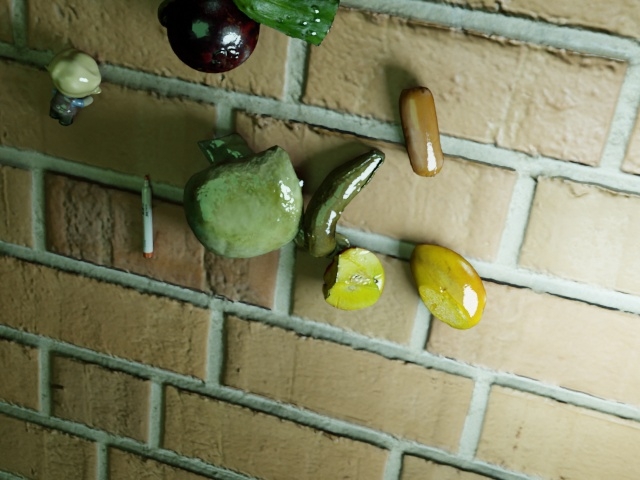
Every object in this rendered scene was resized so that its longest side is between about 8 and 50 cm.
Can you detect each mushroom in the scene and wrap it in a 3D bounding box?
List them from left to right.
[{"bbox_3d":[-0.167,-0.090,1.921,0.217,0.212,0.292,2,107,37],"label":"mushroom"}]

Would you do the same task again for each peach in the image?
[{"bbox_3d":[0.077,0.092,1.976,0.151,0.118,0.151,0,87,-3],"label":"peach"}]

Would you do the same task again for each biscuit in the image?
[{"bbox_3d":[0.000,0.000,2.013,0.147,0.018,0.071,22,116,9],"label":"biscuit"}]

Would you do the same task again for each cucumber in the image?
[{"bbox_3d":[-0.088,-0.480,1.708,0.244,0.134,0.134,15,121,-21],"label":"cucumber"}]

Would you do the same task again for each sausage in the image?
[{"bbox_3d":[0.210,-0.225,1.811,0.076,0.076,0.198,-5,113,20],"label":"sausage"}]

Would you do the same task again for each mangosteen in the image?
[{"bbox_3d":[-0.225,-0.447,1.793,0.209,0.210,0.210,7,115,15],"label":"mangosteen"}]

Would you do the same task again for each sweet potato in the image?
[{"bbox_3d":[0.043,-0.091,1.925,0.112,0.085,0.286,29,106,-18],"label":"sweet potato"}]

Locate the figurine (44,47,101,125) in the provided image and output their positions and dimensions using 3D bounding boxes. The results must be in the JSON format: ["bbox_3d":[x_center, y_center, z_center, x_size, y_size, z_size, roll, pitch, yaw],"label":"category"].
[{"bbox_3d":[-0.576,-0.351,2.009,0.114,0.108,0.196,39,138,9],"label":"figurine"}]

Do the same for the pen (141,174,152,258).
[{"bbox_3d":[-0.424,-0.057,2.121,0.026,0.026,0.218,11,116,13],"label":"pen"}]

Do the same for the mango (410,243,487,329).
[{"bbox_3d":[0.281,0.094,1.921,0.217,0.102,0.141,49,142,-4],"label":"mango"}]
